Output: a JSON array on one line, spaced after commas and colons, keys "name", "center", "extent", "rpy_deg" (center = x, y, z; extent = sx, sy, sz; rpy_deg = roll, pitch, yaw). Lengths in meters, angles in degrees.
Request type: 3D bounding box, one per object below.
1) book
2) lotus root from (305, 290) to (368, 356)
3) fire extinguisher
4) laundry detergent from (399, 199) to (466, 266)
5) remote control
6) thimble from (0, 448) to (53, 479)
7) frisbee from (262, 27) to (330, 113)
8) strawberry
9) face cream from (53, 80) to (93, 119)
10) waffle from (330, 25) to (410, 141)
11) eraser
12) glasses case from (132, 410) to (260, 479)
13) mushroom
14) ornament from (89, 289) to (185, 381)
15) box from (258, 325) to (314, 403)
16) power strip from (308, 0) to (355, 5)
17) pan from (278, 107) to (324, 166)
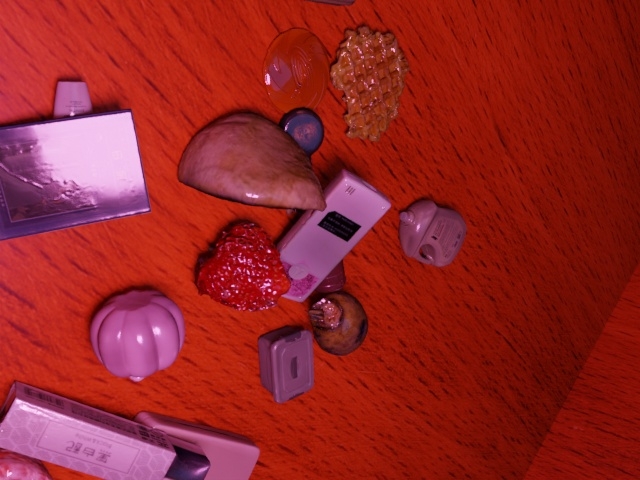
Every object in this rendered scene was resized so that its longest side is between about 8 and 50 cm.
[{"name": "book", "center": [-0.443, -0.114, 1.096], "extent": [0.269, 0.025, 0.191], "rpy_deg": [-12, 112, -19]}, {"name": "lotus root", "center": [0.042, 0.199, 1.566], "extent": [0.154, 0.154, 0.278], "rpy_deg": [-59, 157, -11]}, {"name": "fire extinguisher", "center": [0.003, -0.010, 1.535], "extent": [0.105, 0.105, 0.269], "rpy_deg": [-25, 119, -34]}, {"name": "laundry detergent", "center": [0.306, -0.027, 1.813], "extent": [0.253, 0.091, 0.181], "rpy_deg": [22, 93, -44]}, {"name": "remote control", "center": [0.000, -0.001, 1.446], "extent": [0.145, 0.050, 0.344], "rpy_deg": [30, 116, -29]}, {"name": "thimble", "center": [-0.590, 0.467, 1.114], "extent": [0.239, 0.162, 0.239], "rpy_deg": [-13, 109, -41]}, {"name": "frisbee", "center": [-0.044, -0.375, 1.427], "extent": [0.192, 0.035, 0.192], "rpy_deg": [-14, 111, -39]}, {"name": "strawberry", "center": [-0.157, 0.066, 1.359], "extent": [0.187, 0.201, 0.184], "rpy_deg": [-27, 140, -55]}, {"name": "face cream", "center": [-0.433, -0.187, 1.121], "extent": [0.072, 0.051, 0.182], "rpy_deg": [-6, 109, -33]}, {"name": "waffle", "center": [0.117, -0.382, 1.558], "extent": [0.291, 0.051, 0.291], "rpy_deg": [-16, 115, -38]}, {"name": "eraser", "center": [-0.411, 0.393, 1.223], "extent": [0.404, 0.098, 0.096], "rpy_deg": [31, 84, -27]}, {"name": "glasses case", "center": [-0.294, 0.493, 1.443], "extent": [0.336, 0.076, 0.144], "rpy_deg": [33, 81, -43]}, {"name": "mushroom", "center": [-0.105, -0.153, 1.316], "extent": [0.292, 0.217, 0.212], "rpy_deg": [23, 83, -43]}, {"name": "ornament", "center": [-0.351, 0.186, 1.233], "extent": [0.177, 0.177, 0.177], "rpy_deg": [-14, 112, -39]}, {"name": "box", "center": [-0.089, 0.294, 1.555], "extent": [0.124, 0.093, 0.172], "rpy_deg": [-15, 112, -38]}, {"name": "power strip", "center": [-0.042, -0.560, 1.351], "extent": [0.387, 0.066, 0.092], "rpy_deg": [-10, 112, -40]}, {"name": "pan", "center": [-0.037, -0.201, 1.475], "extent": [0.115, 0.040, 0.212], "rpy_deg": [-19, 121, -16]}]
